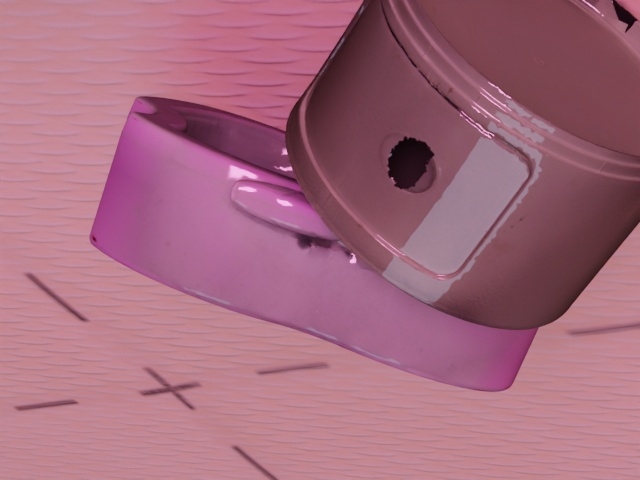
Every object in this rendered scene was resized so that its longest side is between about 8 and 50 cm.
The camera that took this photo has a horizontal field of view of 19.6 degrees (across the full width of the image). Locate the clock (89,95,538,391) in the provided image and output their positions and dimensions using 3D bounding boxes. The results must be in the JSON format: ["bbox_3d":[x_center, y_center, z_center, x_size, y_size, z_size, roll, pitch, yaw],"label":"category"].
[{"bbox_3d":[0.000,0.000,1.332,0.338,0.102,0.338,20,-172,-3],"label":"clock"}]

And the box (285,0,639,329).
[{"bbox_3d":[0.110,-0.075,1.184,0.226,0.226,0.149,24,124,-15],"label":"box"}]
